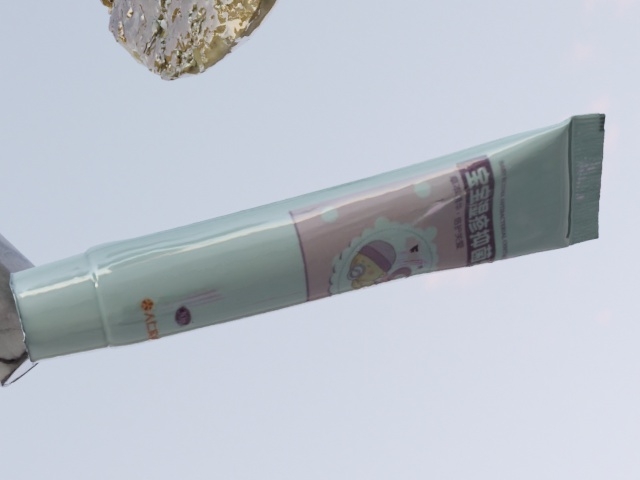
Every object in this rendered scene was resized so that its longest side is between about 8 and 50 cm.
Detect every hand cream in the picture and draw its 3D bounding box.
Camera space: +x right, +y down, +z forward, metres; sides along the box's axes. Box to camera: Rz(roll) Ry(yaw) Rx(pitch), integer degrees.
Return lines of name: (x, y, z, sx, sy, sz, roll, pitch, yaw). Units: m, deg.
hand cream: (0.000, 0.000, 0.713, 0.331, 0.058, 0.085, -15, -58, -13)

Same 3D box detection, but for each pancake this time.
pancake: (-0.100, -0.305, 1.091, 0.065, 0.356, 0.356, 5, -57, -36)

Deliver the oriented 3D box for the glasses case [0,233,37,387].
glasses case: (-0.351, -0.004, 1.162, 0.060, 0.299, 0.114, -51, -5, 41)
